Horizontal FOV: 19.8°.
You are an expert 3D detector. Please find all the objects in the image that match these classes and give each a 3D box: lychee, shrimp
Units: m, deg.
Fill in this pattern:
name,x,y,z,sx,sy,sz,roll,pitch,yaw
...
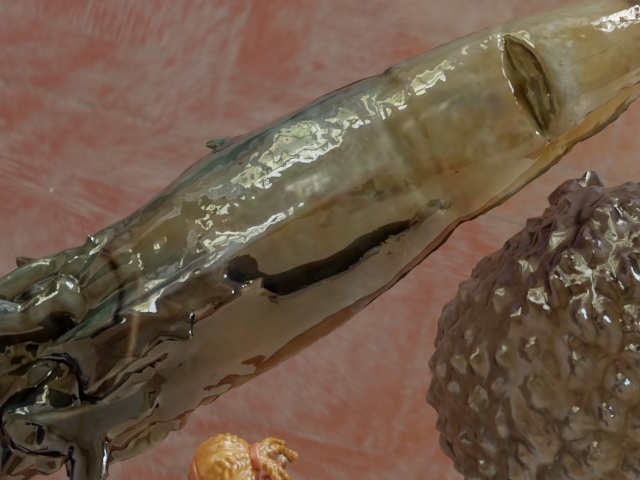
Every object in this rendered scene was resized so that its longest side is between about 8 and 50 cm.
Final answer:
name,x,y,z,sx,sy,sz,roll,pitch,yaw
lychee,0.212,0.087,1.130,0.300,0.300,0.300,0,92,-8
shrimp,-0.004,-0.007,0.606,0.289,0.178,0.075,-35,85,-4

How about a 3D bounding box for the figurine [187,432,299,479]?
name,x,y,z,sx,sy,sz,roll,pitch,yaw
figurine,-0.026,0.143,1.059,0.109,0.064,0.047,29,120,-29
